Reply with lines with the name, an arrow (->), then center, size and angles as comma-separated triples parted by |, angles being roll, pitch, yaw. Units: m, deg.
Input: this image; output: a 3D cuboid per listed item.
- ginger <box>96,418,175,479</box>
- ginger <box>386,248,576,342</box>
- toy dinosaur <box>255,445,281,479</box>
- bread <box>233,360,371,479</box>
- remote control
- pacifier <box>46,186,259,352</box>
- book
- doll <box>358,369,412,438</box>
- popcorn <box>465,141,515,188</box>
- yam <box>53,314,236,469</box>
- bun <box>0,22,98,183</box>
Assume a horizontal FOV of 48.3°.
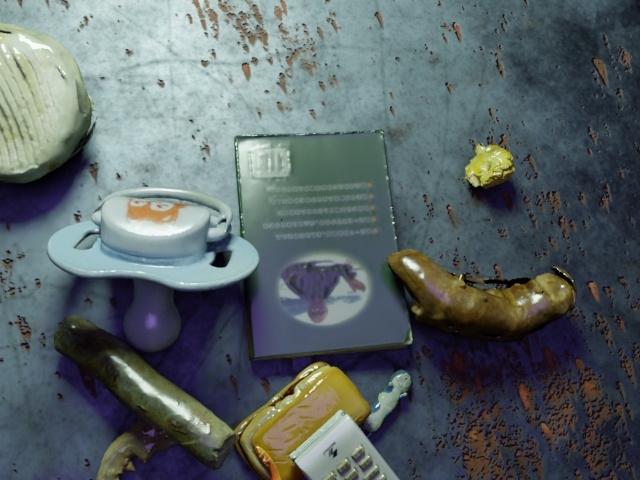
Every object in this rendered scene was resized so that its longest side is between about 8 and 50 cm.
ginger -> -0.269, 0.308, 1.051 | 0.069, 0.051, 0.173 | 44, 80, 8
ginger -> 0.256, 0.096, 1.136 | 0.310, 0.107, 0.132 | 5, 103, -16
toy dinosaur -> -0.046, 0.431, 1.027 | 0.117, 0.070, 0.288 | -35, 105, -5
bread -> -0.028, 0.279, 1.084 | 0.200, 0.077, 0.116 | -38, 94, -14
remote control -> 0.078, 0.387, 1.047 | 0.103, 0.055, 0.277 | -40, 102, -14
pacifier -> -0.243, 0.053, 1.057 | 0.300, 0.244, 0.232 | 9, 107, 1
book -> 0.000, 0.000, 1.165 | 0.261, 0.043, 0.370 | -3, 77, -8
doll -> 0.103, 0.258, 1.129 | 0.037, 0.027, 0.125 | 40, 75, -6
popcorn -> 0.296, -0.124, 1.230 | 0.084, 0.084, 0.084 | 2, 77, -9
yam -> -0.256, 0.213, 1.030 | 0.317, 0.067, 0.071 | 32, 30, 14
bun -> -0.460, -0.205, 1.080 | 0.239, 0.141, 0.238 | -2, 102, -11
